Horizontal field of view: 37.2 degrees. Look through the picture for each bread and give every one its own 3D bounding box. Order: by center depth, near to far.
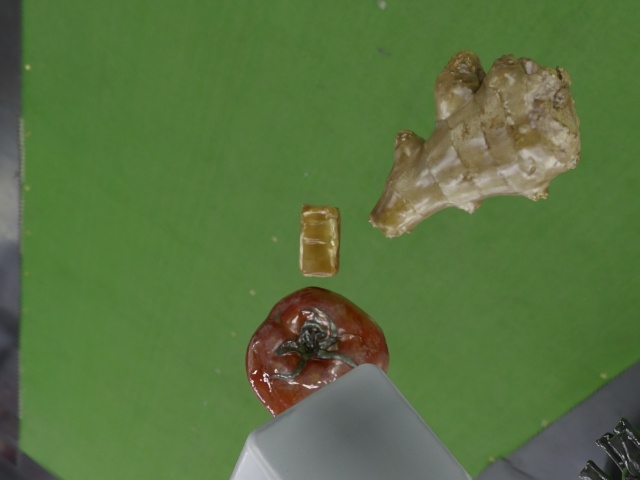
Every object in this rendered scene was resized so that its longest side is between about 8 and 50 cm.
[{"bbox_3d":[0.000,0.000,1.685,0.074,0.053,0.132,7,101,18],"label":"bread"}]

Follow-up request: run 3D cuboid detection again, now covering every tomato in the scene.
[{"bbox_3d":[-0.015,0.174,1.477,0.237,0.236,0.095,17,162,28],"label":"tomato"}]

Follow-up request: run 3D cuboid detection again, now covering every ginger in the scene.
[{"bbox_3d":[0.203,-0.146,1.416,0.376,0.166,0.236,-19,104,25],"label":"ginger"}]

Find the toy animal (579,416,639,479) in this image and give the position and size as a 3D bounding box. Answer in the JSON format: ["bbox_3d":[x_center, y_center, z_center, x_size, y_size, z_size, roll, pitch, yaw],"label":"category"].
[{"bbox_3d":[0.491,0.365,1.462,0.146,0.245,0.114,47,126,12],"label":"toy animal"}]

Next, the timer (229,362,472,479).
[{"bbox_3d":[0.023,0.290,1.078,0.192,0.194,0.195,50,144,21],"label":"timer"}]
